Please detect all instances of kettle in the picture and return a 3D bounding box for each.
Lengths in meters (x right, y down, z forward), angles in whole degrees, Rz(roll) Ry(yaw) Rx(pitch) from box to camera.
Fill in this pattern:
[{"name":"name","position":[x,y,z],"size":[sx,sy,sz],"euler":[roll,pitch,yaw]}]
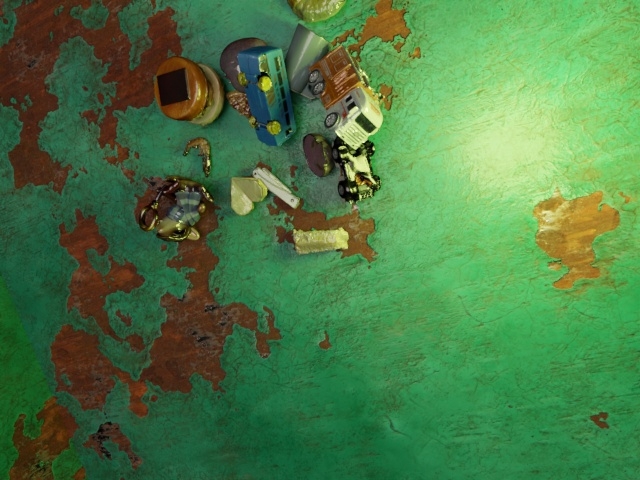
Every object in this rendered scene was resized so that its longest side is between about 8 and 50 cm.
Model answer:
[{"name":"kettle","position":[-0.052,-0.738,1.717],"size":[0.210,0.160,0.243],"euler":[22,116,-20]}]

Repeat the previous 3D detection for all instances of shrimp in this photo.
[{"name":"shrimp","position":[-0.596,-0.396,1.972],"size":[0.147,0.035,0.195],"euler":[-4,93,13]}]

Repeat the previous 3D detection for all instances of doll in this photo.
[{"name":"doll","position":[-0.685,-0.149,1.958],"size":[0.317,0.209,0.340],"euler":[27,109,12]}]

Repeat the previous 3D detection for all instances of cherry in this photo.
[{"name":"cherry","position":[-0.321,-0.744,1.750],"size":[0.266,0.183,0.213],"euler":[-36,92,24]}]

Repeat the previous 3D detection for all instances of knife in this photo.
[{"name":"knife","position":[-0.204,-0.249,1.894],"size":[0.265,0.040,0.073],"euler":[40,107,5]}]

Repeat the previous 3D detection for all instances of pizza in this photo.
[{"name":"pizza","position":[-0.323,-0.604,1.846],"size":[0.246,0.058,0.127],"euler":[44,109,6]}]

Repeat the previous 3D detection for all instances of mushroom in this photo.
[{"name":"mushroom","position":[0.001,-0.377,1.769],"size":[0.141,0.117,0.188],"euler":[-7,110,43]}]

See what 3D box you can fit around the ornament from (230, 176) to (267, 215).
[{"name":"ornament","position":[-0.356,-0.229,1.911],"size":[0.201,0.059,0.180],"euler":[-41,89,29]}]

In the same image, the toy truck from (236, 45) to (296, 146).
[{"name":"toy truck","position":[-0.213,-0.586,1.683],"size":[0.161,0.162,0.385],"euler":[25,141,35]}]

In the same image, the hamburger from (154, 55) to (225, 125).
[{"name":"hamburger","position":[-0.573,-0.654,1.813],"size":[0.290,0.225,0.291],"euler":[5,104,22]}]

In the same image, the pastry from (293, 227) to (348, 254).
[{"name":"pastry","position":[-0.001,0.006,1.870],"size":[0.258,0.089,0.122],"euler":[-1,113,18]}]

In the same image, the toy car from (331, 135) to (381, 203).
[{"name":"toy car","position":[0.147,-0.313,1.732],"size":[0.193,0.118,0.302],"euler":[-15,97,-24]}]

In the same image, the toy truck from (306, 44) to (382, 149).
[{"name":"toy truck","position":[0.102,-0.556,1.575],"size":[0.206,0.173,0.388],"euler":[-33,57,25]}]

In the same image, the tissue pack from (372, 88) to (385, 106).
[{"name":"tissue pack","position":[0.178,-0.544,1.690],"size":[0.090,0.103,0.170],"euler":[48,116,40]}]

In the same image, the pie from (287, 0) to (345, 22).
[{"name":"pie","position":[-0.009,-1.044,1.665],"size":[0.306,0.071,0.307],"euler":[2,98,16]}]
